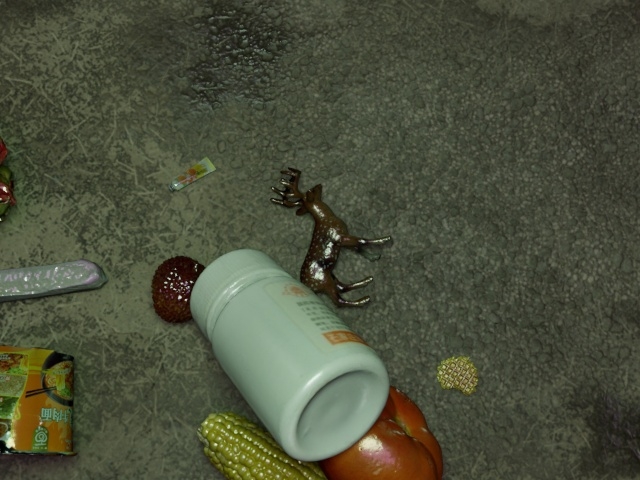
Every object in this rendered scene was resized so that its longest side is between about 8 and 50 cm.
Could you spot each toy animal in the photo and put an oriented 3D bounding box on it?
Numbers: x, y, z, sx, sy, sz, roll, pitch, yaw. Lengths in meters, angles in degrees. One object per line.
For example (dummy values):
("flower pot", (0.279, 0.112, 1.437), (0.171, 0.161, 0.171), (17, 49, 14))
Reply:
("toy animal", (0.003, -0.004, 1.360), (0.260, 0.087, 0.243), (19, 79, -4))

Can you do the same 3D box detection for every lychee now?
("lychee", (-0.269, 0.097, 1.310), (0.123, 0.123, 0.129), (42, 87, 3))

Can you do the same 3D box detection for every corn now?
("corn", (-0.080, 0.441, 1.270), (0.347, 0.130, 0.130), (34, 81, 4))

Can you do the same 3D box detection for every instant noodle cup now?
("instant noodle cup", (-0.542, 0.291, 1.219), (0.230, 0.230, 0.182), (4, 71, -4))

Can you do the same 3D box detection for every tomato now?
("tomato", (0.102, 0.379, 1.246), (0.260, 0.260, 0.180), (47, 111, 3))

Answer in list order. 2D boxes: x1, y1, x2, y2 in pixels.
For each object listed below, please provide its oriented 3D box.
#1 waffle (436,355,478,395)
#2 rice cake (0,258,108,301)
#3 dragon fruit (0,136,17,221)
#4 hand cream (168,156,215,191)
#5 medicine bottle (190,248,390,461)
("waffle", (0.276, 0.272, 1.373), (0.085, 0.016, 0.078), (3, 77, -4))
("rice cake", (-0.617, 0.085, 1.310), (0.399, 0.070, 0.064), (-7, 78, -6))
("dragon fruit", (-0.698, -0.154, 1.255), (0.302, 0.231, 0.237), (41, 89, 9))
("hand cream", (-0.265, -0.133, 1.393), (0.102, 0.022, 0.035), (-34, 78, -12))
("medicine bottle", (-0.066, 0.181, 1.174), (0.211, 0.211, 0.371), (-40, 43, -9))
